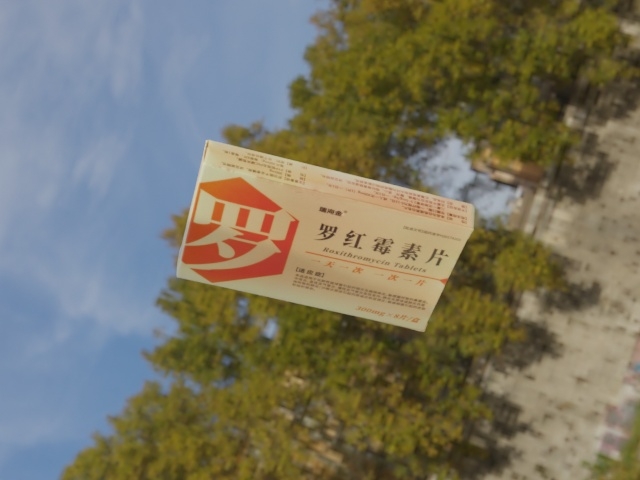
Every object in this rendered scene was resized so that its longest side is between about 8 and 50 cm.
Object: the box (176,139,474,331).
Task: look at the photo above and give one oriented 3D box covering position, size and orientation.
[{"bbox_3d":[0.000,0.000,0.416,0.058,0.093,0.015,110,170,-47],"label":"box"}]
